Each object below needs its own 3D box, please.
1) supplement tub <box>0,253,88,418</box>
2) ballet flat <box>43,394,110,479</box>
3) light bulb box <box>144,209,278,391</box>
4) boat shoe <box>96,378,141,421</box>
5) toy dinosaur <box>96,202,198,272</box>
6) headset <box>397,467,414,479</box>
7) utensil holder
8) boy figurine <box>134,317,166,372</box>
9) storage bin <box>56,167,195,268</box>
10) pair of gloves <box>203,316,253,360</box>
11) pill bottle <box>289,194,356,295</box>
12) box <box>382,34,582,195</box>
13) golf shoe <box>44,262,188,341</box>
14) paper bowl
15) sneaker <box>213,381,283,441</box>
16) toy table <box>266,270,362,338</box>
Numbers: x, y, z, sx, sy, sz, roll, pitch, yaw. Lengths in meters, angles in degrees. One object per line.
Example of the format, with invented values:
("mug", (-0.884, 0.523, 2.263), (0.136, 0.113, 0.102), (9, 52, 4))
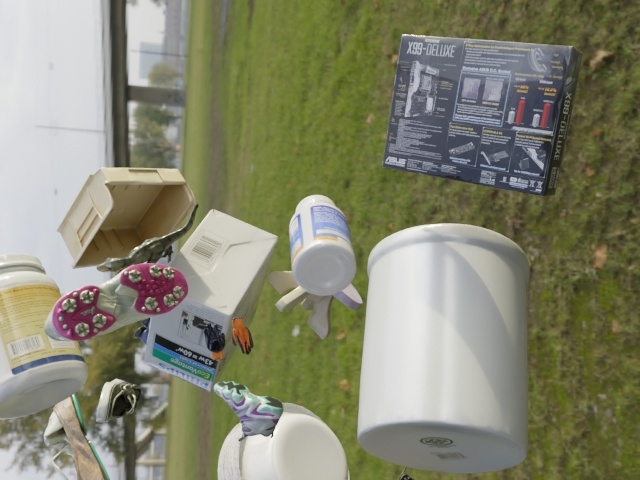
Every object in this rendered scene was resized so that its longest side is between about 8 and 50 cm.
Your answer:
("supplement tub", (-0.676, 0.211, 1.566), (0.316, 0.228, 0.228), (63, 157, 20))
("ballet flat", (-0.610, 0.494, 1.705), (0.316, 0.106, 0.107), (55, 152, 30))
("light bulb box", (-0.317, 0.174, 2.035), (0.358, 0.225, 0.361), (-62, -6, -48))
("boat shoe", (-0.438, 0.348, 1.535), (0.219, 0.070, 0.078), (-167, 89, -86))
("toy dinosaur", (-0.374, 0.026, 1.586), (0.064, 0.268, 0.118), (40, 148, 22))
("headset", (0.234, 0.535, 1.911), (0.243, 0.185, 0.394), (41, 138, 51))
("utensil holder", (0.237, 0.213, 1.345), (0.327, 0.327, 0.385), (112, 169, -57))
("boy figurine", (-0.475, 0.352, 2.277), (0.177, 0.285, 0.092), (-60, -22, 13))
("storage bin", (-0.502, -0.065, 1.823), (0.260, 0.262, 0.123), (-47, 65, 31))
("pair of gloves", (-0.160, 0.171, 1.217), (0.010, 0.083, 0.074), (-74, -28, -70))
("pill bottle", (0.000, 0.000, 1.722), (0.272, 0.152, 0.152), (-97, 15, -58))
("box", (0.270, -0.222, 1.216), (0.076, 0.307, 0.242), (-9, -71, -57))
("golf shoe", (-0.415, 0.126, 1.415), (0.140, 0.306, 0.115), (-26, 83, 45))
("paper bowl", (-0.058, 0.474, 1.442), (0.148, 0.284, 0.284), (-42, 41, 39))
("sneaker", (-0.102, 0.231, 0.920), (0.038, 0.098, 0.069), (-21, -50, -71))
("toy table", (-0.025, 0.138, 2.022), (0.161, 0.252, 0.274), (-47, 61, 11))
